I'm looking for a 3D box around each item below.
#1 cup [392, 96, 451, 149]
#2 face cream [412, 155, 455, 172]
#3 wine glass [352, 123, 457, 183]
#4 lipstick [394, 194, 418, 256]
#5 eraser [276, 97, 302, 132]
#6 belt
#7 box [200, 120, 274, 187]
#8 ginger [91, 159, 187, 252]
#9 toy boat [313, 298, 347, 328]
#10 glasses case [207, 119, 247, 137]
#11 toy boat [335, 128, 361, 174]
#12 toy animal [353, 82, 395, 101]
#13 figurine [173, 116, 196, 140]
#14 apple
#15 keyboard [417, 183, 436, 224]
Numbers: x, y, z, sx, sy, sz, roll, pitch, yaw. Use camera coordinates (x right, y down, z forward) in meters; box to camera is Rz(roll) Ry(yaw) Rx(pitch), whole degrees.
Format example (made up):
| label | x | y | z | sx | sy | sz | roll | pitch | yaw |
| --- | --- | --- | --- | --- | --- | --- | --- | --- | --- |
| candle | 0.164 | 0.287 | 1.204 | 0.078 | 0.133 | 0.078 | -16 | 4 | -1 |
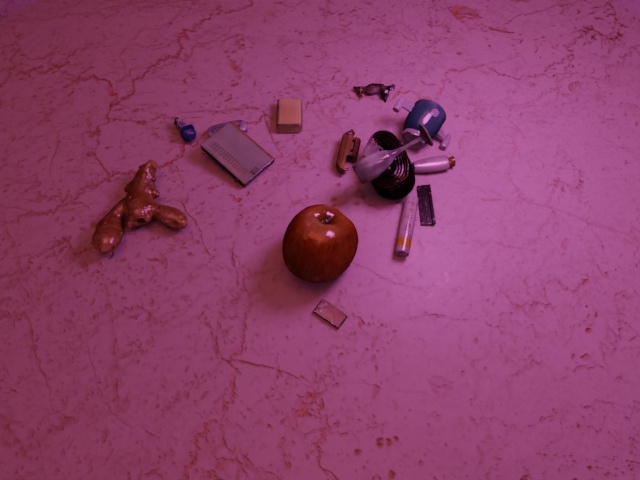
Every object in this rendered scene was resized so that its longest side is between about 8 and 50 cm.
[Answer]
| label | x | y | z | sx | sy | sz | roll | pitch | yaw |
| --- | --- | --- | --- | --- | --- | --- | --- | --- | --- |
| cup | 0.440 | -0.499 | 1.974 | 0.300 | 0.167 | 0.173 | 36 | 74 | -10 |
| face cream | 0.486 | -0.327 | 1.939 | 0.182 | 0.051 | 0.072 | -10 | 61 | -4 |
| wine glass | 0.303 | -0.268 | 1.693 | 0.310 | 0.096 | 0.264 | -30 | 54 | 6 |
| lipstick | 0.344 | -0.060 | 1.792 | 0.059 | 0.059 | 0.263 | 12 | 63 | 7 |
| eraser | -0.142 | -0.574 | 2.071 | 0.117 | 0.058 | 0.172 | -1 | 62 | 0 |
| belt | 0.286 | -0.308 | 1.876 | 0.184 | 0.164 | 0.289 | -21 | 62 | 18 |
| box | -0.360 | -0.371 | 1.949 | 0.270 | 0.045 | 0.211 | 40 | 69 | 8 |
| ginger | -0.754 | -0.133 | 1.817 | 0.363 | 0.122 | 0.348 | -25 | 62 | -6 |
| toy boat | 0.035 | 0.266 | 1.640 | 0.115 | 0.016 | 0.063 | 33 | 66 | 16 |
| glasses case | -0.420 | -0.501 | 2.040 | 0.179 | 0.045 | 0.067 | -15 | 64 | -8 |
| toy boat | 0.122 | -0.385 | 1.963 | 0.088 | 0.068 | 0.225 | 13 | 62 | 0 |
| toy animal | 0.256 | -0.720 | 2.156 | 0.203 | 0.070 | 0.105 | 3 | 49 | 5 |
| figurine | -0.616 | -0.498 | 2.031 | 0.136 | 0.077 | 0.079 | 32 | 103 | 34 |
| apple | 0.000 | 0.000 | 1.654 | 0.278 | 0.250 | 0.309 | 5 | 59 | 4 |
| keyboard | 0.437 | -0.148 | 1.864 | 0.060 | 0.018 | 0.195 | -3 | 61 | 7 |
